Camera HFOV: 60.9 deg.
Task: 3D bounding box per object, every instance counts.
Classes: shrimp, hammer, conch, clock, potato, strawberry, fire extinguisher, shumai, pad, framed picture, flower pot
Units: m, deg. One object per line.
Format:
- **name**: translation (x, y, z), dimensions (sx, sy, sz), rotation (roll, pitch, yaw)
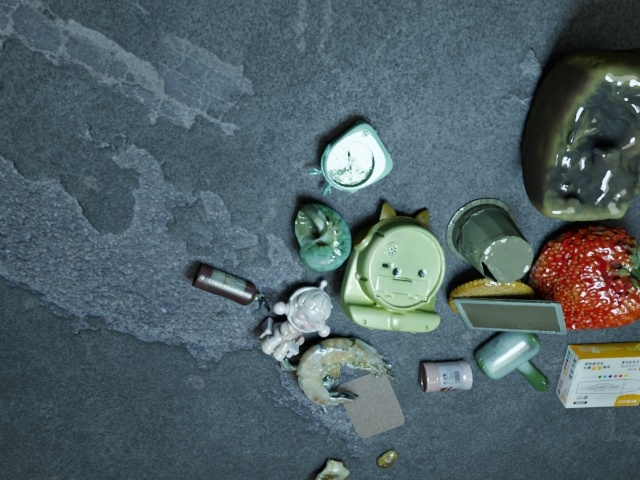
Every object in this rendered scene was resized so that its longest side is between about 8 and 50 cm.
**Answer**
- **shrimp**: translation (0.087, 0.420, 1.704), dimensions (0.360, 0.085, 0.246), rotation (16, 105, -26)
- **hammer**: translation (0.667, 0.417, 1.792), dimensions (0.206, 0.119, 0.335), rotation (-40, 120, 14)
- **conch**: translation (0.002, -0.003, 1.500), dimensions (0.176, 0.122, 0.188), rotation (26, 109, 5)
- **clock**: translation (0.072, -0.207, 1.439), dimensions (0.211, 0.066, 0.159), rotation (-30, 115, 8)
- **potato**: translation (0.240, 0.783, 1.945), dimensions (0.051, 0.040, 0.083), rotation (38, 107, -26)
- **strawberry**: translation (0.774, 0.116, 1.597), dimensions (0.351, 0.267, 0.312), rotation (-34, 89, 41)
- **fire extinguisher**: translation (-0.248, 0.146, 1.552), dimensions (0.231, 0.099, 0.071), rotation (25, 115, -16)
- **clock**: translation (0.217, 0.076, 1.520), dimensions (0.286, 0.117, 0.348), rotation (7, 96, -19)
- **shumai**: translation (0.046, 0.824, 1.905), dimensions (0.146, 0.145, 0.116), rotation (12, 95, -12)
- **pad**: translation (0.175, 0.562, 1.853), dimensions (0.176, 0.002, 0.266), rotation (-21, 116, 4)
- **framed picture**: translation (0.560, 0.222, 1.603), dimensions (0.293, 0.018, 0.231), rotation (0, 150, 28)
- **flower pot**: translation (0.477, 0.014, 1.522), dimensions (0.213, 0.202, 0.212), rotation (-1, 116, -2)

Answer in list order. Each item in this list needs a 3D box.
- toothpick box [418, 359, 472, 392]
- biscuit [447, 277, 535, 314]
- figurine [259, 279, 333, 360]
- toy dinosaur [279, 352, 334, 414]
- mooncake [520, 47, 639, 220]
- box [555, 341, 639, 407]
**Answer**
- **toothpick box**: translation (0.405, 0.441, 1.769), dimensions (0.149, 0.098, 0.098), rotation (-3, 116, -6)
- **biscuit**: translation (0.505, 0.171, 1.623), dimensions (0.254, 0.035, 0.254), rotation (3, 150, 2)
- **figurine**: translation (-0.054, 0.231, 1.605), dimensions (0.182, 0.144, 0.257), rotation (45, 106, -2)
- **toy dinosaur**: translation (-0.035, 0.470, 1.758), dimensions (0.167, 0.053, 0.242), rotation (-7, 116, -2)
- **mooncake**: translation (0.670, -0.256, 1.304), dimensions (0.246, 0.394, 0.393), rotation (0, 75, -10)
- **box**: translation (0.961, 0.455, 1.845), dimensions (0.274, 0.091, 0.220), rotation (-3, 116, -5)
